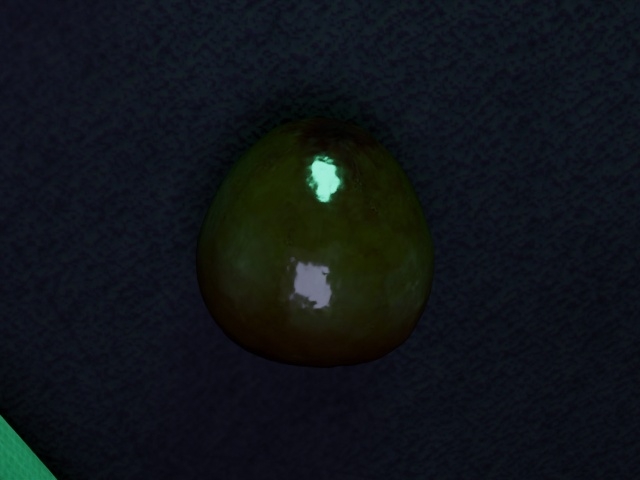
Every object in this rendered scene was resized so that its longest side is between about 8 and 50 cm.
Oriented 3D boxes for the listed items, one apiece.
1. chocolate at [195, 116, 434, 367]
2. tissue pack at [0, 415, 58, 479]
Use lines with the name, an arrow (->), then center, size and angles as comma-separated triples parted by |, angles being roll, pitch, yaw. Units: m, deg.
chocolate -> 0.000, 0.000, 0.948 | 0.177, 0.177, 0.177 | -2, 116, -5
tissue pack -> -0.381, 0.182, 0.994 | 0.287, 0.162, 0.388 | -31, 114, 9
